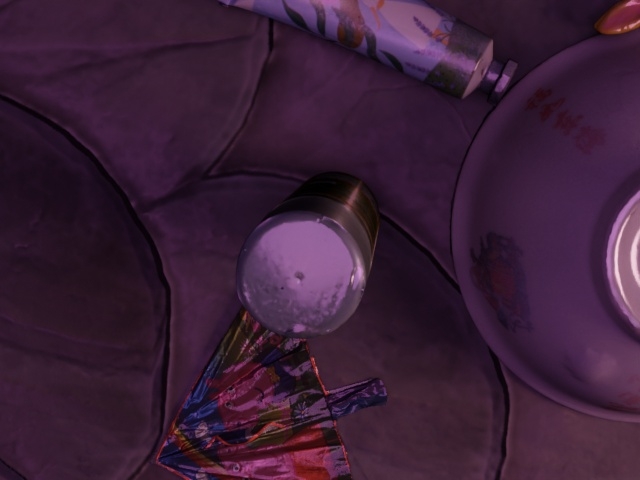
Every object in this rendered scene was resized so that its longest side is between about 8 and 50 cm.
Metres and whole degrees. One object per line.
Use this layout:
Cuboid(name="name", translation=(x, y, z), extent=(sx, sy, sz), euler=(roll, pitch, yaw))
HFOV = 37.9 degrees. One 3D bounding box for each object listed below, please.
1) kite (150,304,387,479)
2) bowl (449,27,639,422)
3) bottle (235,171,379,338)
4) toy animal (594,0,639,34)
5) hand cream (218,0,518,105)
Cuboid(name="kite", translation=(-0.048, 0.180, 0.851), extent=(0.233, 0.016, 0.321), euler=(-17, 97, 7))
Cuboid(name="bowl", translation=(0.275, 0.002, 0.725), extent=(0.345, 0.157, 0.346), euler=(1, 99, 6))
Cuboid(name="bottle", translation=(0.000, 0.000, 0.682), extent=(0.082, 0.286, 0.082), euler=(1, 98, 5))
Cuboid(name="toy animal", translation=(0.290, -0.205, 0.726), extent=(0.159, 0.083, 0.070), euler=(-18, 83, 15))
Cuboid(name="hand cream", translation=(0.040, -0.184, 0.775), extent=(0.256, 0.055, 0.088), euler=(28, 96, 7))
